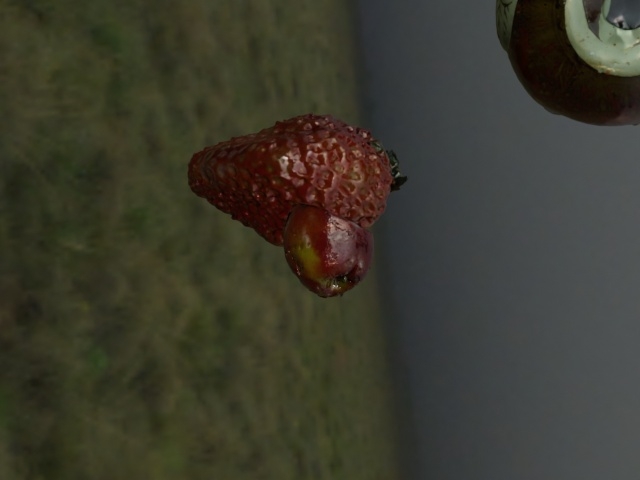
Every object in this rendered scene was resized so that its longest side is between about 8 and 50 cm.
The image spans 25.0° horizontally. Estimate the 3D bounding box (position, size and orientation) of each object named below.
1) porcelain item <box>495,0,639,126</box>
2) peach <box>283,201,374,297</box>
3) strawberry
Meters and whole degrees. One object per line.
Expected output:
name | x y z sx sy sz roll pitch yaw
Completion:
porcelain item | 0.299 -0.239 1.480 0.253 0.253 0.253 -6 90 -88
peach | 0.000 0.000 1.143 0.050 0.077 0.083 26 38 -41
strawberry | -0.029 -0.079 1.567 0.106 0.236 0.175 79 -4 -60
